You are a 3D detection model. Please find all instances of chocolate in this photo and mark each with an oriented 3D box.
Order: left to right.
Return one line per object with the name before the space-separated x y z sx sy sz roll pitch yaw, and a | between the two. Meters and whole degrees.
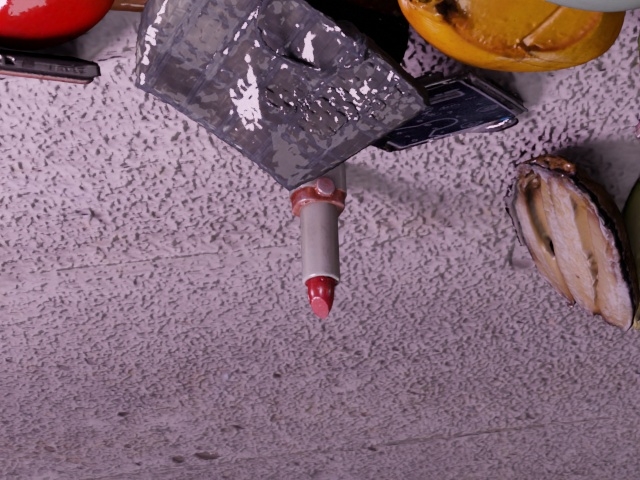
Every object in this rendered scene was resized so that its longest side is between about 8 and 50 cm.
chocolate | 0.026 -0.216 1.548 0.125 0.080 0.148 -18 142 37

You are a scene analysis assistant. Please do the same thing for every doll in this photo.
doll | -0.229 -0.225 1.516 0.217 0.085 0.183 -14 160 -15

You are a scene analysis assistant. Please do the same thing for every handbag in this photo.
handbag | -0.046 -0.161 1.500 0.270 0.089 0.175 34 135 -13

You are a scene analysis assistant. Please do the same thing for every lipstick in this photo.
lipstick | 0.001 -0.001 1.853 0.063 0.186 0.057 6 152 -18

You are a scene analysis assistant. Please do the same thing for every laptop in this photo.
laptop | -0.292 -0.168 1.564 0.154 0.026 0.207 7 -175 -14

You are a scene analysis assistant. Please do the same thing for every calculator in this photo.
calculator | 0.108 -0.130 1.695 0.165 0.028 0.274 -13 172 18

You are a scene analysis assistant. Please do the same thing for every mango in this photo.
mango | 0.178 -0.219 1.510 0.252 0.126 0.154 12 141 -41

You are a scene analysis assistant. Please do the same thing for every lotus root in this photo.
lotus root | 0.306 -0.017 1.951 0.167 0.078 0.329 28 161 27

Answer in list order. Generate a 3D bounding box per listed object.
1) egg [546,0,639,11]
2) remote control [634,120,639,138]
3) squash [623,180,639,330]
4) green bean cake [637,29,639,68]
egg | 0.218 -0.273 1.356 0.231 0.168 0.168 9 151 -12
remote control | 0.444 -0.108 1.853 0.212 0.028 0.059 13 150 -28
squash | 0.386 0.000 1.989 0.169 0.093 0.252 -34 144 17
green bean cake | 0.443 -0.153 1.658 0.248 0.125 0.222 -12 152 19
